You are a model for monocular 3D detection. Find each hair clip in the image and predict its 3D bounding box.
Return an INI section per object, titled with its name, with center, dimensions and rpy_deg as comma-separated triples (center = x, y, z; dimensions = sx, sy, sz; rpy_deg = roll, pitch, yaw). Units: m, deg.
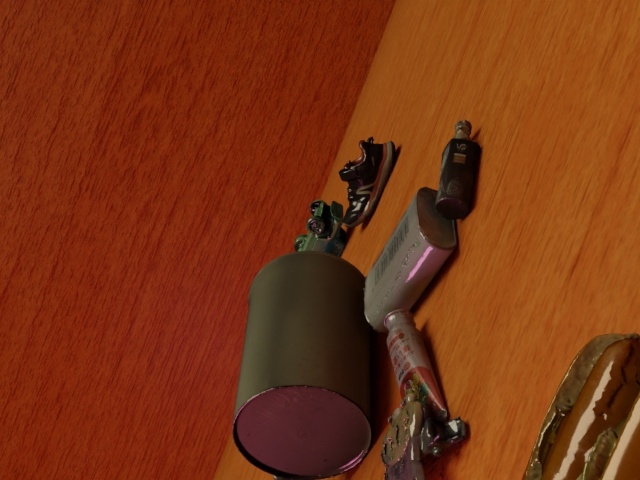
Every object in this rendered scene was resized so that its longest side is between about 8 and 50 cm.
[hair clip]
center = 0.120, 0.275, 0.740
dimensions = 0.187, 0.056, 0.146
rpy_deg = 123, 160, -46

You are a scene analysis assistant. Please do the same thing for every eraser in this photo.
[eraser]
center = 0.160, 0.038, 1.037
dimensions = 0.174, 0.081, 0.227
rpy_deg = -84, 17, -50

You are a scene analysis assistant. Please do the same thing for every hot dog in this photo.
[hot dog]
center = 0.170, 0.225, 0.393
dimensions = 0.135, 0.100, 0.338
rpy_deg = -152, 84, -81

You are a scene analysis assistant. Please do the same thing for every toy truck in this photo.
[toy truck]
center = 0.000, 0.000, 1.950
dimensions = 0.155, 0.156, 0.279
rpy_deg = -83, 17, -61

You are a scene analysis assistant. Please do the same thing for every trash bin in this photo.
[trash bin]
center = -0.026, 0.220, 1.140
dimensions = 0.432, 0.280, 0.281
rpy_deg = -87, 20, -58

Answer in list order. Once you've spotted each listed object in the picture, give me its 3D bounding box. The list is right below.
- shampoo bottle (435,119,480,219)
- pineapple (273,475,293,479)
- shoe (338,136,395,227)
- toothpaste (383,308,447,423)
[shampoo bottle]
center = 0.243, -0.131, 0.998
dimensions = 0.064, 0.057, 0.208
rpy_deg = 109, 179, -56
[pineapple]
center = -0.069, 0.570, 1.008
dimensions = 0.169, 0.169, 0.341
rpy_deg = 120, 174, -48
[shoe]
center = 0.117, -0.174, 1.679
dimensions = 0.114, 0.136, 0.291
rpy_deg = -91, 22, -72
[toothpaste]
center = 0.143, 0.201, 0.856
dimensions = 0.234, 0.057, 0.089
rpy_deg = -100, 29, -55
